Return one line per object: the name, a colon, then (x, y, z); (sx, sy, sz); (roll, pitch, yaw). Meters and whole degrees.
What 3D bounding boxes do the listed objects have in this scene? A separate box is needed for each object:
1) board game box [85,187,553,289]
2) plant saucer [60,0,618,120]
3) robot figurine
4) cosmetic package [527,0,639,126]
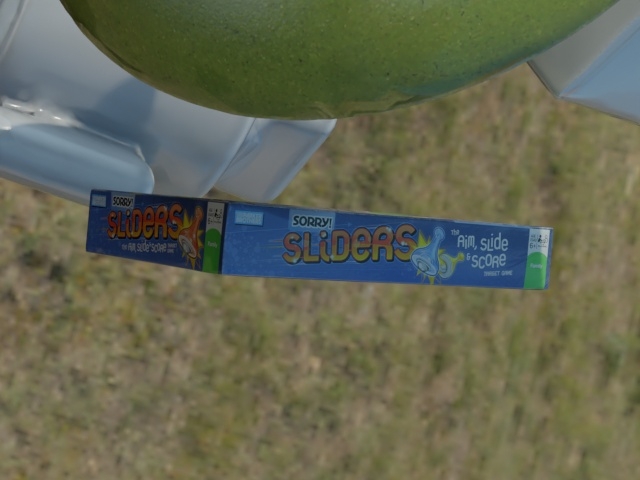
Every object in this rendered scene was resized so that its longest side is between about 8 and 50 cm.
board game box: (0.000, 0.000, 0.829); (0.201, 0.136, 0.035); (4, 92, -36)
plant saucer: (0.011, -0.150, 0.481); (0.037, 0.241, 0.241); (48, 57, -56)
robot figurine: (-0.161, -0.148, 1.113); (0.200, 0.353, 0.300); (-50, -154, 41)
cosmetic package: (0.088, -0.222, 0.665); (0.155, 0.365, 0.197); (-45, 155, 23)
